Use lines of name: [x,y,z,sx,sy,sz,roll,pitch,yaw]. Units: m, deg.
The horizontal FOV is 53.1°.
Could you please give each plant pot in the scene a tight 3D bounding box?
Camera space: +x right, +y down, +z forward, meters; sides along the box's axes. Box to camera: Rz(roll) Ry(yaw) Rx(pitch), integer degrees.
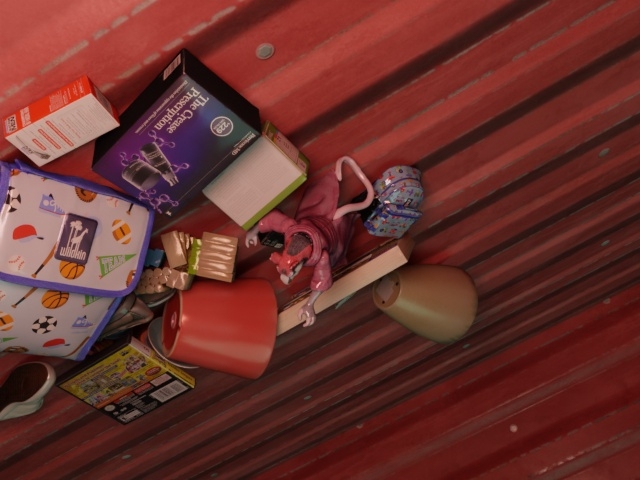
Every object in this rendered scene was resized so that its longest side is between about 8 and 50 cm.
plant pot: [0.300,0.176,1.996,0.274,0.256,0.256,16,131,-36]
plant pot: [-0.274,0.219,1.677,0.243,0.274,0.275,10,136,-26]

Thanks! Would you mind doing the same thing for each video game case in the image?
video game case: [-0.520,0.381,1.722,0.275,0.035,0.248,-30,127,20]

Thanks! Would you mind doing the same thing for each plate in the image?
plate: [-0.384,0.280,1.739,0.188,0.188,0.024,12,123,-43]

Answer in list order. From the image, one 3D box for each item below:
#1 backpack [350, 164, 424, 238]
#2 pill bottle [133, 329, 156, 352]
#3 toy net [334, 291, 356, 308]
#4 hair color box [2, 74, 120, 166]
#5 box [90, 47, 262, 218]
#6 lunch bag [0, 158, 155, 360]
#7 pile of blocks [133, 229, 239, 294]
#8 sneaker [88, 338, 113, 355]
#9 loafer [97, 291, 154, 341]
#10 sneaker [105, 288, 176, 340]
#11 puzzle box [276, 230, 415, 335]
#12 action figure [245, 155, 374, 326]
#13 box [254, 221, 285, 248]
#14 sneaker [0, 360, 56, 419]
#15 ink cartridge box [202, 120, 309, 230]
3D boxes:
backpack: [0.191,-0.103,1.624,0.158,0.116,0.173,11,131,-43]
pill bottle: [-0.531,0.351,1.803,0.246,0.130,0.131,-42,144,27]
toy net: [0.113,0.128,1.981,0.232,0.045,0.122,-46,171,35]
hair color box: [-0.451,-0.207,1.120,0.167,0.053,0.093,-27,149,2]
box: [-0.264,-0.188,1.180,0.261,0.103,0.184,-39,129,22]
lunch bag: [-0.551,0.041,1.261,0.328,0.239,0.385,18,116,-47]
pile of blocks: [-0.363,0.063,1.533,0.363,0.148,0.112,-14,177,-2]
sneaker: [-0.622,0.270,1.701,0.084,0.069,0.185,-7,151,10]
loafer: [-0.482,0.190,1.448,0.268,0.096,0.084,-24,129,37]
sneaker: [-0.472,0.176,1.635,0.226,0.086,0.163,-21,153,-14]
puzzle box: [0.064,0.110,1.758,0.409,0.052,0.272,-31,-177,15]
action figure: [0.000,0.000,1.401,0.276,0.248,0.370,-41,-178,19]
box: [-0.119,-0.031,1.556,0.062,0.083,0.052,13,134,-44]
sneaker: [-0.796,0.408,1.761,0.290,0.105,0.123,-32,157,26]
ink cartridge box: [-0.176,-0.175,1.319,0.189,0.097,0.255,-38,111,22]
